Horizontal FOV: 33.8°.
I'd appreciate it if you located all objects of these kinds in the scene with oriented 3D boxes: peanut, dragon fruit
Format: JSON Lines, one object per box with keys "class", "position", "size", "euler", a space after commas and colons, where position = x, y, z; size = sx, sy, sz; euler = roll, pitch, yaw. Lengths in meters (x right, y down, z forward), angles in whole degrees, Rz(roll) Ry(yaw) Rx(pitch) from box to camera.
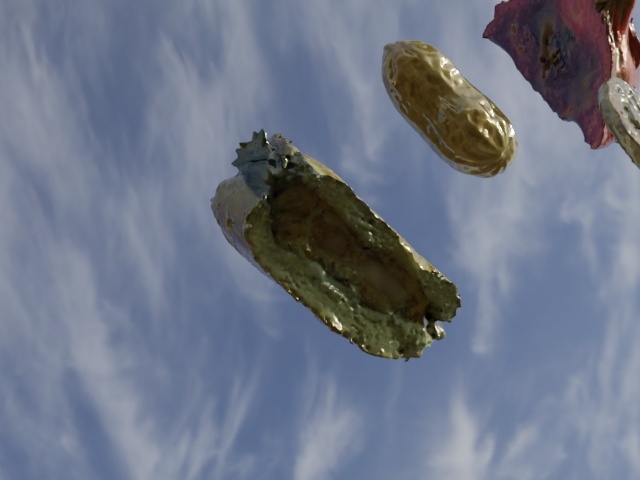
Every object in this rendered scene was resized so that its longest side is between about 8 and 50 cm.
{"class": "peanut", "position": [0.138, -0.144, 1.162], "size": [0.194, 0.093, 0.083], "euler": [42, -58, -10]}
{"class": "dragon fruit", "position": [0.357, -0.267, 1.363], "size": [0.134, 0.262, 0.211], "euler": [-14, -36, -25]}

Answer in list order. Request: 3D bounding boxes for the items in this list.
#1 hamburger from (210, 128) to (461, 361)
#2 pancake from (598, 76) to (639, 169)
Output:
{"class": "hamburger", "position": [0.000, 0.000, 1.148], "size": [0.309, 0.211, 0.132], "euler": [38, -90, -28]}
{"class": "pancake", "position": [0.291, -0.078, 0.922], "size": [0.028, 0.158, 0.158], "euler": [-35, -51, 25]}
